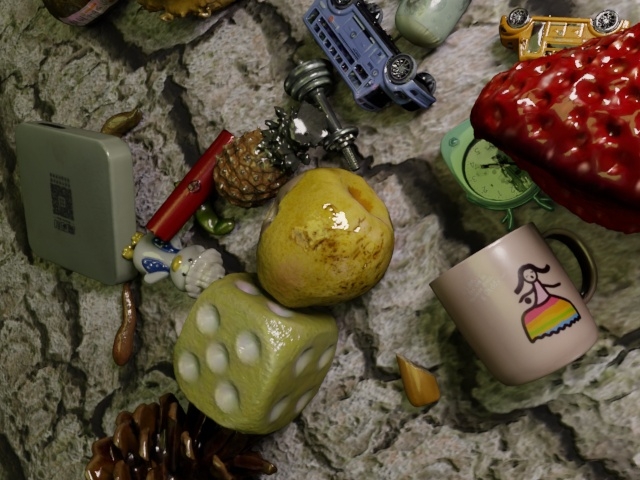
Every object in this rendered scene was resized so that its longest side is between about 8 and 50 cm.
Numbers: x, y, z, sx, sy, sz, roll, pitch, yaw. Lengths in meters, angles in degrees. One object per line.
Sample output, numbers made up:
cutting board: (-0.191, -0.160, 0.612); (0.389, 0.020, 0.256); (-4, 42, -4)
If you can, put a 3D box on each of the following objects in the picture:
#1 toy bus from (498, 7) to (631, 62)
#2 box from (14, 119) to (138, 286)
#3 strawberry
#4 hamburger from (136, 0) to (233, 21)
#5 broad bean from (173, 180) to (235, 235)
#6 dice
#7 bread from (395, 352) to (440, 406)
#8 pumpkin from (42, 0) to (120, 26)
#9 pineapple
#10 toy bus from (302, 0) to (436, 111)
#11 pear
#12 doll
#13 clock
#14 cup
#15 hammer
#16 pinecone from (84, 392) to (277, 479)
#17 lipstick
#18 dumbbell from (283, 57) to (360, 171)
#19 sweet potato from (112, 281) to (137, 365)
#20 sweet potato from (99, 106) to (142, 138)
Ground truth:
toy bus: (0.391, -0.323, 0.826); (0.194, 0.083, 0.088); (15, 95, 25)
box: (-0.614, -0.095, 1.266); (0.367, 0.090, 0.373); (16, 114, 27)
strawberry: (0.387, -0.166, 0.677); (0.344, 0.317, 0.295); (22, 127, 14)
hamburger: (-0.338, -0.643, 1.106); (0.445, 0.268, 0.287); (35, 107, 22)
broad bean: (-0.278, -0.080, 1.164); (0.213, 0.048, 0.070); (38, 104, 21)
dice: (-0.118, 0.209, 0.968); (0.226, 0.238, 0.233); (28, 101, 25)
bread: (0.180, 0.254, 0.925); (0.062, 0.049, 0.103); (-18, 82, 24)
pumpkin: (-0.631, -0.697, 1.285); (0.260, 0.189, 0.261); (-2, 85, 26)
pineapple: (-0.087, -0.170, 0.992); (0.278, 0.157, 0.158); (-25, 77, 39)
toy bus: (0.092, -0.349, 0.951); (0.133, 0.125, 0.292); (-40, 70, 25)
pear: (0.000, 0.000, 0.913); (0.271, 0.271, 0.271); (-1, 87, 26)
doll: (-0.333, 0.051, 1.148); (0.293, 0.119, 0.138); (19, 73, 26)
clock: (0.314, -0.124, 0.866); (0.159, 0.066, 0.211); (-27, 77, 23)
cup: (0.334, 0.090, 0.799); (0.252, 0.191, 0.200); (-29, 77, -11)
hammer: (0.153, -0.506, 0.945); (0.305, 0.113, 0.202); (40, 102, 27)
pinecone: (-0.247, 0.468, 0.983); (0.384, 0.384, 0.385); (-1, 87, 26)
lipstick: (-0.273, -0.121, 1.110); (0.073, 0.073, 0.280); (37, 86, 23)
dumbbell: (0.016, -0.253, 1.003); (0.110, 0.110, 0.255); (-31, 81, 22)
sweet potato: (-0.490, 0.210, 1.260); (0.050, 0.050, 0.214); (3, 85, 26)
sweet potato: (-0.540, -0.254, 1.295); (0.081, 0.062, 0.233); (34, 100, 4)
